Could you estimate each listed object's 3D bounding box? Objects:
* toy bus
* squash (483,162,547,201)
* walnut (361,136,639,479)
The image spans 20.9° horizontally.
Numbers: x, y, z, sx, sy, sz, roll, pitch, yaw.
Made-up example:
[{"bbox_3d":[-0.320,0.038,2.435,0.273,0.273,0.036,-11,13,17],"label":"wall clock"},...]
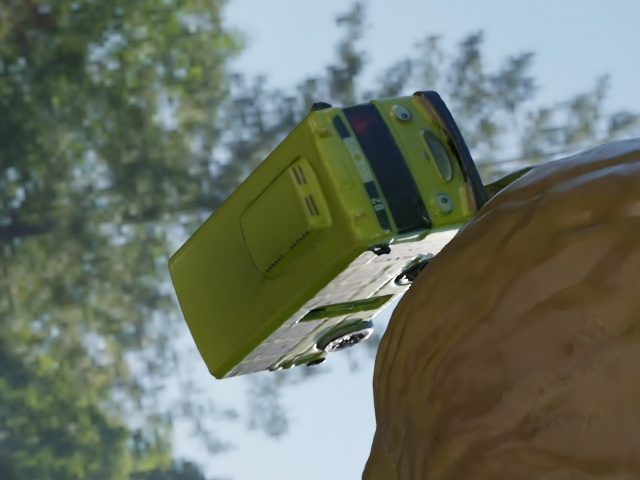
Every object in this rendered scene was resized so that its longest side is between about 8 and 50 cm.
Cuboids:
[{"bbox_3d":[0.000,0.000,1.357,0.262,0.150,0.128,-43,-118,47],"label":"toy bus"},{"bbox_3d":[0.215,-0.014,1.283,0.331,0.087,0.087,12,-68,51],"label":"squash"},{"bbox_3d":[0.123,0.073,0.628,0.228,0.228,0.228,170,-90,-72],"label":"walnut"}]
